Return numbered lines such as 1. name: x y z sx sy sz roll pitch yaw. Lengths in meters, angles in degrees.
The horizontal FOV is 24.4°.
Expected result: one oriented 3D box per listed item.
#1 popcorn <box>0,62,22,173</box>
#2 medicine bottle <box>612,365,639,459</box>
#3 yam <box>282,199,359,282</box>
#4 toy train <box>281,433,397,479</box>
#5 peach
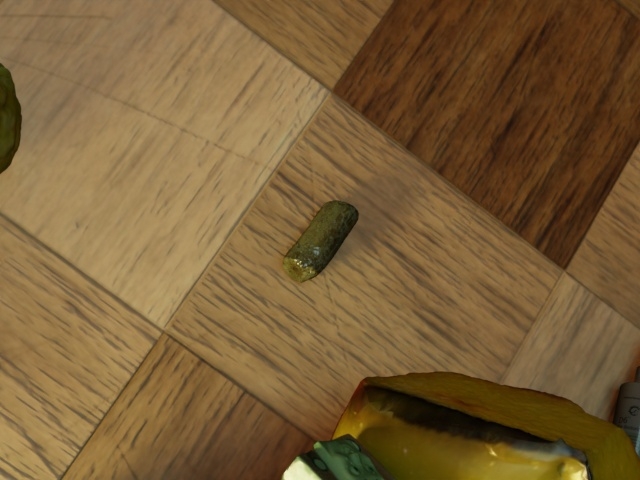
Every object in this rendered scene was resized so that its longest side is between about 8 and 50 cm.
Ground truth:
1. popcorn: -0.383 -0.109 1.365 0.221 0.204 0.183 -18 109 -41
2. medicine bottle: 0.351 0.198 1.632 0.057 0.057 0.199 22 71 -14
3. yam: 0.000 0.000 1.565 0.043 0.043 0.094 38 66 -7
4. toy train: -0.043 0.324 1.338 0.159 0.129 0.326 44 109 17
5. peach: 0.161 0.297 1.438 0.306 0.242 0.380 -14 90 20
